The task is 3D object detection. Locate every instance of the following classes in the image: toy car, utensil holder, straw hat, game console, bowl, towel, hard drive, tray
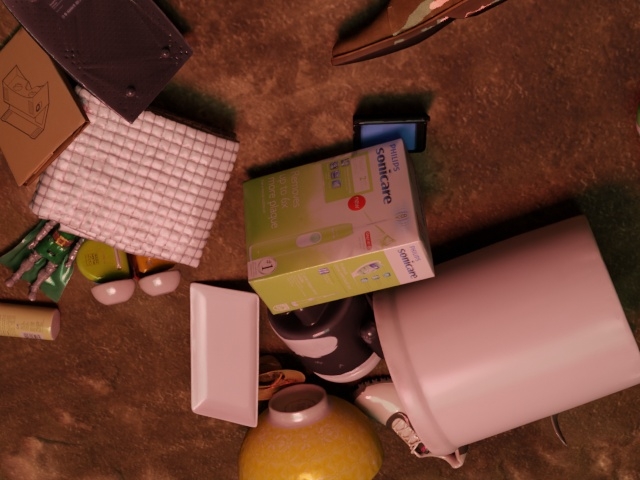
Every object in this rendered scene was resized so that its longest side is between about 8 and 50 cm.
[{"bbox_3d":[-0.335,0.027,1.796,0.182,0.159,0.136,-11,175,-21],"label":"toy car"},{"bbox_3d":[0.331,0.163,1.795,0.386,0.327,0.327,-21,126,14],"label":"utensil holder"},{"bbox_3d":[-0.105,0.260,2.031,0.145,0.061,0.144,-13,152,-7],"label":"straw hat"},{"bbox_3d":[0.115,-0.170,1.683,0.122,0.107,0.071,-3,101,0],"label":"game console"},{"bbox_3d":[-0.032,0.374,2.012,0.290,0.289,0.156,-9,110,6],"label":"bowl"},{"bbox_3d":[-0.296,-0.106,1.655,0.284,0.121,0.235,18,104,-16],"label":"towel"},{"bbox_3d":[-0.326,-0.310,1.508,0.255,0.172,0.054,45,160,-23],"label":"hard drive"},{"bbox_3d":[-0.176,0.212,1.943,0.145,0.030,0.270,9,109,21],"label":"tray"}]

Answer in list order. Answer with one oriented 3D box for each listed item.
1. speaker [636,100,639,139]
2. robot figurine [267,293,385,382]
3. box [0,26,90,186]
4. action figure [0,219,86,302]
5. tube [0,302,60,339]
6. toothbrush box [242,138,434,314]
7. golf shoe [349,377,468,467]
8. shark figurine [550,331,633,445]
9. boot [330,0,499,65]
[{"bbox_3d":[0.600,-0.110,1.700,0.131,0.131,0.296,-16,128,12],"label":"speaker"},{"bbox_3d":[0.014,0.139,1.850,0.174,0.209,0.278,-27,138,9],"label":"robot figurine"},{"bbox_3d":[-0.446,-0.210,1.579,0.164,0.201,0.021,-39,160,26],"label":"box"},{"bbox_3d":[-0.469,0.010,1.827,0.137,0.063,0.232,33,118,-21],"label":"action figure"},{"bbox_3d":[-0.613,0.144,1.938,0.240,0.062,0.070,4,85,2],"label":"tube"},{"bbox_3d":[0.026,-0.021,1.696,0.283,0.206,0.122,-13,146,11],"label":"toothbrush box"},{"bbox_3d":[0.187,0.364,2.086,0.273,0.120,0.105,23,127,-17],"label":"golf shoe"},{"bbox_3d":[0.480,0.276,2.025,0.166,0.116,0.278,15,125,-11],"label":"shark figurine"},{"bbox_3d":[0.139,-0.353,1.537,0.305,0.112,0.115,-24,96,22],"label":"boot"}]
